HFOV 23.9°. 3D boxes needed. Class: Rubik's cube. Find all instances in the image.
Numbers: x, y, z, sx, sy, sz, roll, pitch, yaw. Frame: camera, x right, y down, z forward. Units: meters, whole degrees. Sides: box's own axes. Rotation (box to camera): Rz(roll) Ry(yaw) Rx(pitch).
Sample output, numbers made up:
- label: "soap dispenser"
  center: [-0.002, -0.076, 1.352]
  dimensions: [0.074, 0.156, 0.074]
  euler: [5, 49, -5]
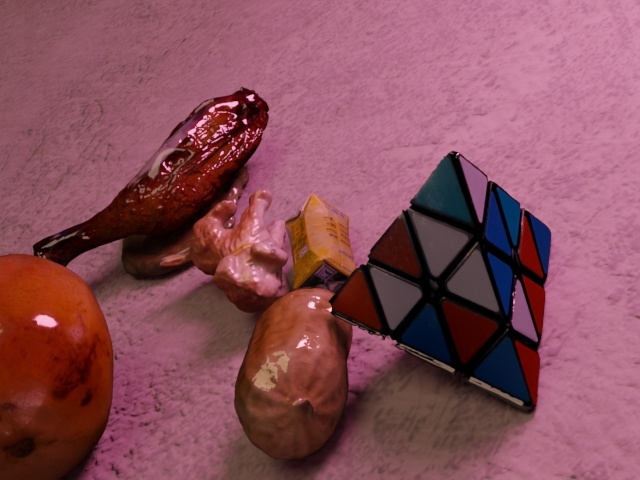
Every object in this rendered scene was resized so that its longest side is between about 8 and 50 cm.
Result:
- label: "Rubik's cube"
  center: [0.200, 0.082, 1.644]
  dimensions: [0.284, 0.250, 0.234]
  euler: [-50, 54, 38]

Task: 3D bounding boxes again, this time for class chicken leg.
- label: "chicken leg"
  center: [-0.239, -0.077, 2.158]
  dimensions: [0.407, 0.096, 0.158]
  euler: [-39, 36, -3]

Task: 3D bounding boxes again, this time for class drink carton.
- label: "drink carton"
  center: [0.000, 0.000, 1.929]
  dimensions: [0.074, 0.084, 0.200]
  euler: [-48, 28, 25]

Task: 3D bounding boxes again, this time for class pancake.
- label: "pancake"
  center: [-0.203, -0.042, 2.200]
  dimensions: [0.222, 0.042, 0.236]
  euler: [4, 51, 40]

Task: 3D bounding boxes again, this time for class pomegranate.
- label: "pomegranate"
  center: [-0.402, 0.163, 1.903]
  dimensions: [0.319, 0.319, 0.319]
  euler: [-24, 34, 18]

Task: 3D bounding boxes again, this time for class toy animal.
- label: "toy animal"
  center: [-0.122, 0.043, 1.971]
  dimensions: [0.184, 0.104, 0.185]
  euler: [-28, 38, 9]

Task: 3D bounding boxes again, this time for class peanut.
- label: "peanut"
  center: [-0.026, 0.144, 1.725]
  dimensions: [0.129, 0.129, 0.224]
  euler: [-19, 39, 24]
